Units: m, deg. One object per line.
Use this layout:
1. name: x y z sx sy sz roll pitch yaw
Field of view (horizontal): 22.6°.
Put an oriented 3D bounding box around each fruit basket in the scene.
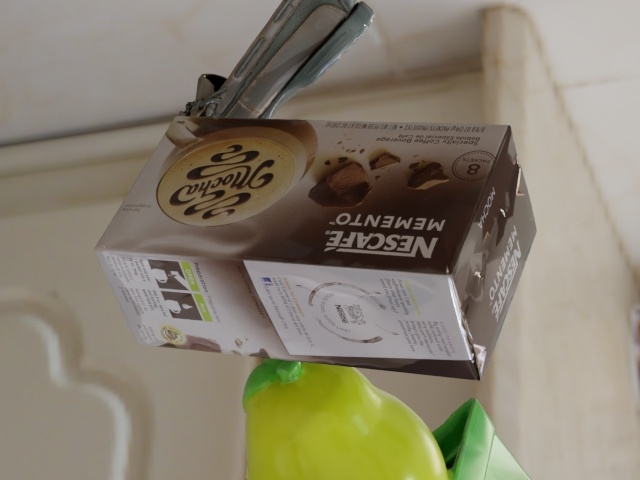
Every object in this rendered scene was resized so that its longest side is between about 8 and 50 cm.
1. fruit basket: 0.036 0.275 1.399 0.392 0.283 0.392 30 31 -20

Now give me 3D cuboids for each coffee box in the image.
1. coffee box: 0.000 0.000 1.257 0.119 0.297 0.168 71 34 -40

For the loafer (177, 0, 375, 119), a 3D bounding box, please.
1. loafer: -0.071 -0.145 1.484 0.084 0.267 0.096 46 11 -10
